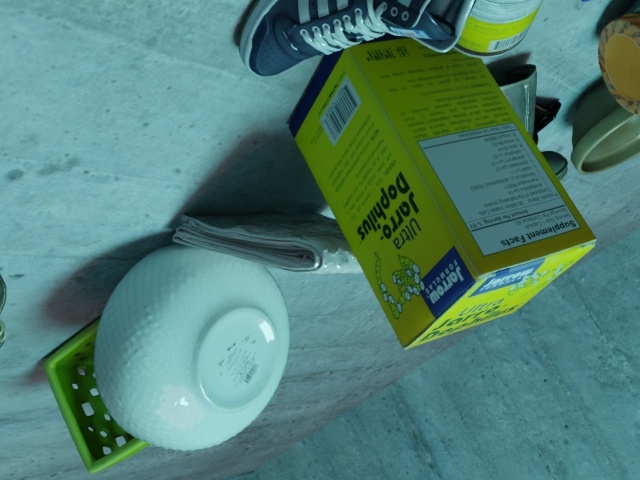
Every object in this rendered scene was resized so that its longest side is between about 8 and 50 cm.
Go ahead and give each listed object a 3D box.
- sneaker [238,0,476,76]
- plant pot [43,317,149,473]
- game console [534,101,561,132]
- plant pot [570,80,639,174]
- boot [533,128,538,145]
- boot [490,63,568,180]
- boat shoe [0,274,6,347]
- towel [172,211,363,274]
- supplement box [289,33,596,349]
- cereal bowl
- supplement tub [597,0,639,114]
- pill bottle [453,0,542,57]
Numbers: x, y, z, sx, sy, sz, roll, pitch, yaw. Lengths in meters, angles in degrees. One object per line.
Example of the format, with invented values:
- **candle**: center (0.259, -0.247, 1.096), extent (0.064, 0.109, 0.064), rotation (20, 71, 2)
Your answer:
- **sneaker**: center (0.039, -0.229, 0.897), extent (0.282, 0.153, 0.099), rotation (-37, 157, 27)
- **plant pot**: center (-0.320, 0.256, 1.556), extent (0.228, 0.227, 0.207), rotation (-34, 164, 20)
- **game console**: center (0.354, -0.211, 1.536), extent (0.122, 0.071, 0.107), rotation (-42, -175, 38)
- **plant pot**: center (0.551, -0.231, 1.588), extent (0.237, 0.110, 0.237), rotation (-23, 161, -9)
- **boot**: center (0.252, -0.162, 1.403), extent (0.248, 0.090, 0.207), rotation (-29, 151, -6)
- **boot**: center (0.327, -0.180, 1.378), extent (0.189, 0.076, 0.208), rotation (-28, 120, -35)
- **boat shoe**: center (-0.494, 0.110, 1.145), extent (0.355, 0.132, 0.130), rotation (-32, 171, 39)
- **towel**: center (0.000, 0.000, 1.299), extent (0.317, 0.053, 0.332), rotation (12, -170, 42)
- **supplement box**: center (0.140, -0.077, 1.099), extent (0.194, 0.357, 0.195), rotation (-14, 156, -31)
- **cereal bowl**: center (-0.170, 0.168, 1.344), extent (0.339, 0.339, 0.141), rotation (-6, -170, -45)
- **supplement tub**: center (0.602, -0.316, 1.321), extent (0.316, 0.194, 0.193), rotation (-24, 160, -11)
- **pill bottle**: center (0.195, -0.296, 0.947), extent (0.117, 0.117, 0.215), rotation (-24, 167, -7)
